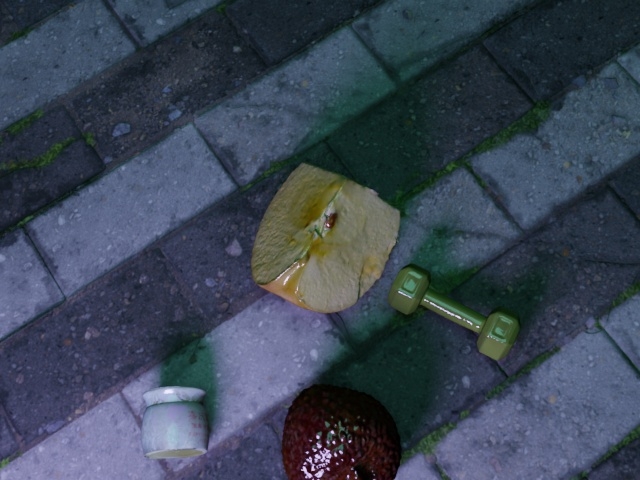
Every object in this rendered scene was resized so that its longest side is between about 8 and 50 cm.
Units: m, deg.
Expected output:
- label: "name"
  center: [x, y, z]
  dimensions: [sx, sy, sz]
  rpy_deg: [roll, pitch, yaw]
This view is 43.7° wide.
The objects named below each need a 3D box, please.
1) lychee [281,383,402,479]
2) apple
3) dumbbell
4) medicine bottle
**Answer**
- label: "lychee"
  center: [0.039, 0.427, 1.668]
  dimensions: [0.260, 0.260, 0.261]
  rpy_deg: [-1, 70, 2]
- label: "apple"
  center: [0.000, 0.000, 1.821]
  dimensions: [0.314, 0.252, 0.309]
  rpy_deg: [28, 90, 8]
- label: "dumbbell"
  center: [0.304, 0.160, 1.818]
  dimensions: [0.301, 0.108, 0.121]
  rpy_deg: [25, 74, 11]
- label: "medicine bottle"
  center: [-0.317, 0.396, 1.741]
  dimensions: [0.147, 0.147, 0.143]
  rpy_deg: [-5, 68, 1]
